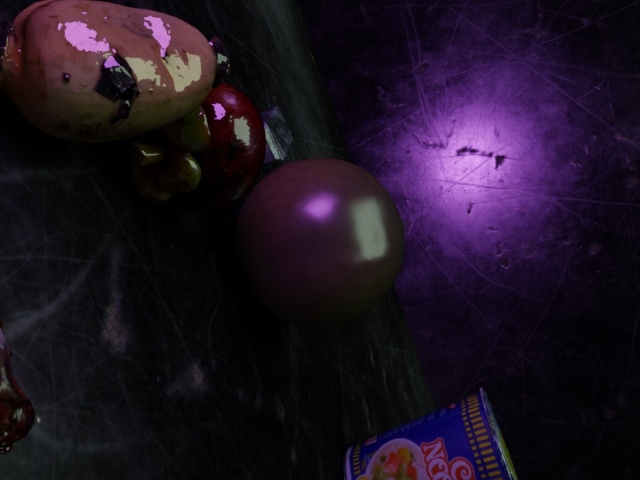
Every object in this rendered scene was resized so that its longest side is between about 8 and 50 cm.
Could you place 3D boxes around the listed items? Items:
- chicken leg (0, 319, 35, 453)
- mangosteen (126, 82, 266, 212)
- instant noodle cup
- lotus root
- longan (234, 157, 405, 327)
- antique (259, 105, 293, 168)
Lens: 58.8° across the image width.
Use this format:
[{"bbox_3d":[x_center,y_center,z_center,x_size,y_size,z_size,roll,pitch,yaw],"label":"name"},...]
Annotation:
[{"bbox_3d":[-0.261,0.058,0.385,0.205,0.053,0.093,65,28,-7],"label":"chicken leg"},{"bbox_3d":[-0.166,-0.121,0.744,0.200,0.200,0.200,-20,90,-77],"label":"mangosteen"},{"bbox_3d":[0.223,0.470,1.137,0.284,0.312,0.284,-20,90,-78],"label":"instant noodle cup"},{"bbox_3d":[-0.216,-0.171,0.581,0.154,0.257,0.140,38,-51,45],"label":"lotus root"},{"bbox_3d":[0.000,0.000,1.009,0.319,0.319,0.319,-20,90,-77],"label":"longan"},{"bbox_3d":[-0.123,-0.215,1.216,0.183,0.086,0.088,-80,147,-64],"label":"antique"}]
